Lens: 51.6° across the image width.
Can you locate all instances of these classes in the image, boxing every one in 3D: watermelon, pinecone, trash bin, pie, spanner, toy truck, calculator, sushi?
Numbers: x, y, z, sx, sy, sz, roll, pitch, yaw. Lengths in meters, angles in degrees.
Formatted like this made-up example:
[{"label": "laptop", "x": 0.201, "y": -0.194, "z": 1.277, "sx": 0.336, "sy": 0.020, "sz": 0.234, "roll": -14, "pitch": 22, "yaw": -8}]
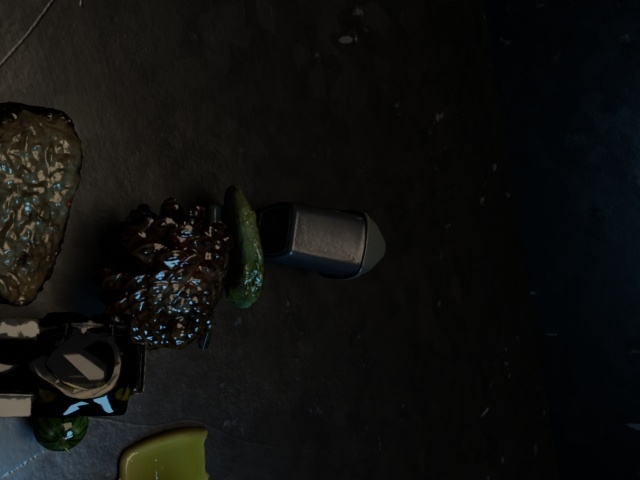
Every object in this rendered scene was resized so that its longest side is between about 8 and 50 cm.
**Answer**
[{"label": "watermelon", "x": -0.480, "y": 0.342, "z": 1.225, "sx": 0.109, "sy": 0.109, "sz": 0.109, "roll": 1, "pitch": 88, "yaw": -47}, {"label": "pinecone", "x": -0.309, "y": 0.057, "z": 1.315, "sx": 0.298, "sy": 0.242, "sz": 0.296, "roll": 81, "pitch": 16, "yaw": -57}, {"label": "trash bin", "x": 0.000, "y": 0.000, "z": 1.668, "sx": 0.290, "sy": 0.209, "sz": 0.182, "roll": 11, "pitch": 83, "yaw": -34}, {"label": "pie", "x": -0.175, "y": 0.015, "z": 1.470, "sx": 0.078, "sy": 0.277, "sz": 0.277, "roll": 0, "pitch": 89, "yaw": -18}, {"label": "spanner", "x": -0.256, "y": 0.079, "z": 1.483, "sx": 0.040, "sy": 0.095, "sz": 0.325, "roll": 5, "pitch": 85, "yaw": -47}, {"label": "toy truck", "x": -0.507, "y": 0.209, "z": 1.096, "sx": 0.405, "sy": 0.254, "sz": 0.181, "roll": 7, "pitch": 74, "yaw": -33}, {"label": "calculator", "x": -0.335, "y": 0.496, "z": 1.436, "sx": 0.236, "sy": 0.033, "sz": 0.157, "roll": -5, "pitch": 94, "yaw": -46}, {"label": "sushi", "x": -0.531, "y": -0.070, "z": 1.132, "sx": 0.211, "sy": 0.170, "sz": 0.350, "roll": 23, "pitch": 73, "yaw": -47}]
